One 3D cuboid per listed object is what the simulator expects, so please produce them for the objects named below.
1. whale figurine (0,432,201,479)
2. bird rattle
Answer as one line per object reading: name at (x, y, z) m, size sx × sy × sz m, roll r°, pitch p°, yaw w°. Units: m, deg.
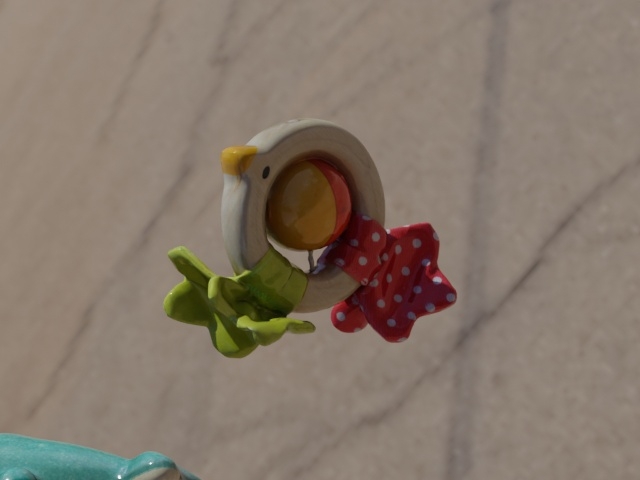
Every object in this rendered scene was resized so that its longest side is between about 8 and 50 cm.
whale figurine at (-0.252, 0.242, 1.920) m, size 0.272 × 0.216 × 0.141 m, roll -19°, pitch 63°, yaw 14°
bird rattle at (0.000, 0.000, 1.681) m, size 0.253 × 0.207 × 0.143 m, roll -13°, pitch 15°, yaw -29°
